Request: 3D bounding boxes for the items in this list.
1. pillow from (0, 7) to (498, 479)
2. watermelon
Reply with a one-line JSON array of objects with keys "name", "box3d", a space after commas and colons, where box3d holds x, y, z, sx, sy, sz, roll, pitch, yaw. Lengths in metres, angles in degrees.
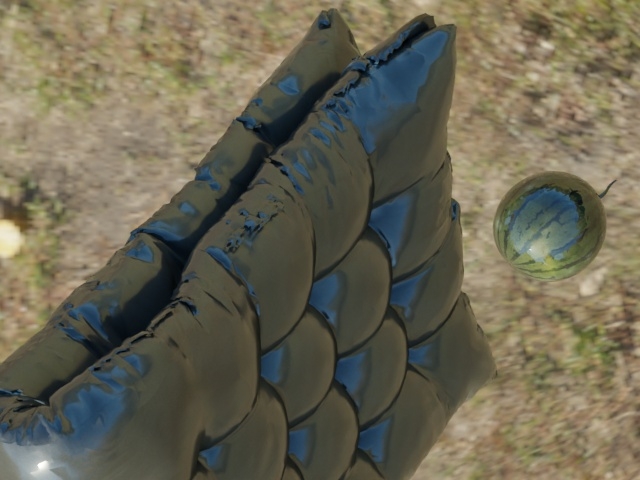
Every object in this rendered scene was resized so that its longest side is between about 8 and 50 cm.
[{"name": "pillow", "box3d": [-0.024, 0.064, 0.781, 0.101, 0.326, 0.228, 9, 129, 32]}, {"name": "watermelon", "box3d": [0.229, -0.021, 1.614, 0.133, 0.105, 0.105, -34, 76, -3]}]
